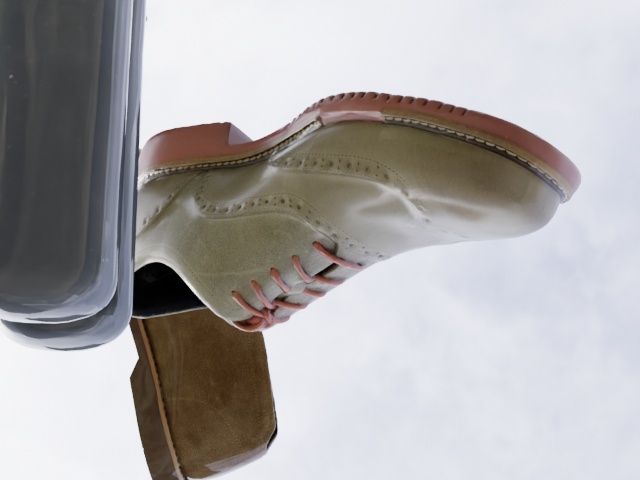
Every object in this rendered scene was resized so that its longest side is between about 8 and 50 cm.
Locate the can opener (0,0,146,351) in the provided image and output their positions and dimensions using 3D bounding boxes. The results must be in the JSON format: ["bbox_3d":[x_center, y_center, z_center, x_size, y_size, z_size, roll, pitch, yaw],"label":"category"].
[{"bbox_3d":[-0.060,-0.105,0.453,0.095,0.076,0.283,0,-108,-1],"label":"can opener"}]

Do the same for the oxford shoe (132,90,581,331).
[{"bbox_3d":[0.000,0.000,0.778,0.348,0.123,0.130,-6,-121,50],"label":"oxford shoe"}]

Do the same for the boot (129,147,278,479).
[{"bbox_3d":[-0.113,0.051,1.108,0.115,0.112,0.305,-16,-108,0],"label":"boot"}]
